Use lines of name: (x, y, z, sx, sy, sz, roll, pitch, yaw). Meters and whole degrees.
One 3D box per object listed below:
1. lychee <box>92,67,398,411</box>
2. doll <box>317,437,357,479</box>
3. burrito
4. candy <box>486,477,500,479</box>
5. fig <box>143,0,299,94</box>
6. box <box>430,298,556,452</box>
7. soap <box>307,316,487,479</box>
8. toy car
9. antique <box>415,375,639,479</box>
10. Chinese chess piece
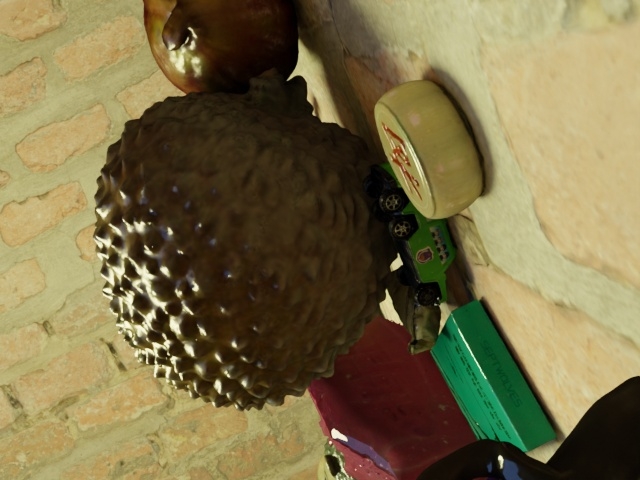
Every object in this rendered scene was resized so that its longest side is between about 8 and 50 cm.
lychee: (-0.095, 0.002, 0.950, 0.380, 0.380, 0.432, -134, 57, -73)
doll: (0.112, 0.391, 1.346, 0.247, 0.247, 0.349, 63, -174, 16)
burrito: (0.115, 0.076, 0.951, 0.063, 0.058, 0.229, 46, -169, -7)
candy: (0.267, 0.416, 1.134, 0.275, 0.070, 0.145, -123, 18, -67)
fig: (-0.131, -0.289, 1.020, 0.224, 0.224, 0.263, 67, 170, -23)
box: (0.188, 0.169, 0.881, 0.226, 0.042, 0.161, 82, 163, -71)
soap: (0.104, 0.246, 1.161, 0.325, 0.220, 0.127, -122, 17, -51)
toy car: (0.101, -0.008, 0.811, 0.071, 0.062, 0.165, -126, 12, -65)
antique: (0.170, 0.282, 0.505, 0.322, 0.255, 0.185, 62, 172, 7)
Chinese chess piece: (0.091, -0.078, 0.658, 0.122, 0.051, 0.122, 63, 174, 12)
